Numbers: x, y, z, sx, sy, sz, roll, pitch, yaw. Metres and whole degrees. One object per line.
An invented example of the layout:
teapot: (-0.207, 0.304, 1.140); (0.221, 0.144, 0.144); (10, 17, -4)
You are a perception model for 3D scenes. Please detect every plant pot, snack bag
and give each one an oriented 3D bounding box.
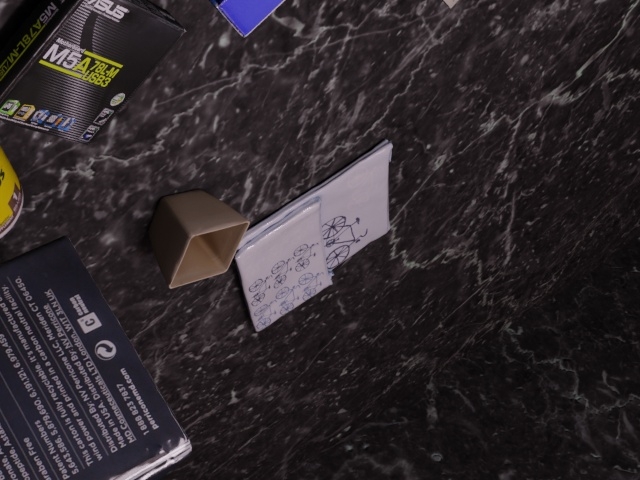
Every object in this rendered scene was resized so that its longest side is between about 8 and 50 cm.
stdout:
plant pot: (-0.186, -0.012, 1.532); (0.109, 0.096, 0.109); (-17, 147, -43)
snack bag: (0.000, 0.000, 1.894); (0.342, 0.037, 0.323); (-34, 154, -15)

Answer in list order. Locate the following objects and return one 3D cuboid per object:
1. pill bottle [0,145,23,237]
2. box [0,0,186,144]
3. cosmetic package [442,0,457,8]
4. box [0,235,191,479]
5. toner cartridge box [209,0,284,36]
pill bottle: (-0.390, -0.086, 1.089); (0.117, 0.117, 0.215); (-34, 155, -14)
box: (-0.261, -0.197, 1.166); (0.184, 0.045, 0.191); (-44, 161, 13)
cosmetic package: (0.212, -0.465, 1.343); (0.309, 0.113, 0.160); (-48, 155, 13)
box: (-0.468, 0.286, 1.244); (0.472, 0.297, 0.480); (-28, 170, -30)
toner cartridge box: (-0.011, -0.388, 1.084); (0.348, 0.165, 0.075); (-42, 155, 3)
